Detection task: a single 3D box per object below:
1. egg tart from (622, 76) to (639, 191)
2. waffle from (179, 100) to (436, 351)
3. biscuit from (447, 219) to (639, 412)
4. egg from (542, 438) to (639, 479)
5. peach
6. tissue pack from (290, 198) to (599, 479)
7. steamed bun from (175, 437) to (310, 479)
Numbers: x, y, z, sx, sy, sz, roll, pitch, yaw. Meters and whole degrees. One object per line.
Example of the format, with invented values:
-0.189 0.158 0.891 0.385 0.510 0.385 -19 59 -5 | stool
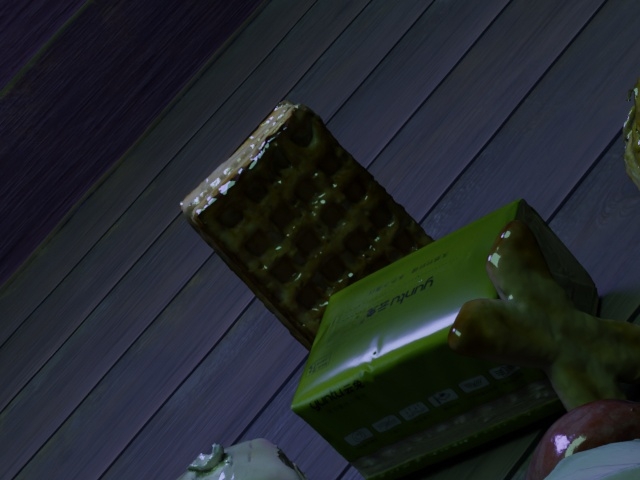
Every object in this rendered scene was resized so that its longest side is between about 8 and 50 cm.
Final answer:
0.442 -0.167 1.769 0.295 0.116 0.295 -35 21 16 | egg tart
0.000 0.000 1.971 0.213 0.308 0.091 -47 17 -13 | waffle
0.229 0.097 1.526 0.164 0.208 0.047 -58 7 -36 | biscuit
0.188 0.278 1.201 0.271 0.162 0.206 -47 51 17 | egg
0.260 0.212 1.372 0.152 0.152 0.152 -36 22 17 | peach
0.135 0.112 1.708 0.275 0.167 0.200 -30 25 33 | tissue pack
-0.120 0.322 1.785 0.239 0.152 0.170 -39 20 4 | steamed bun
